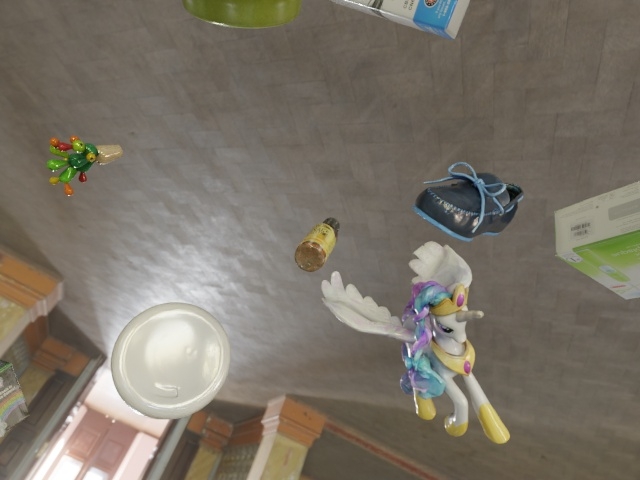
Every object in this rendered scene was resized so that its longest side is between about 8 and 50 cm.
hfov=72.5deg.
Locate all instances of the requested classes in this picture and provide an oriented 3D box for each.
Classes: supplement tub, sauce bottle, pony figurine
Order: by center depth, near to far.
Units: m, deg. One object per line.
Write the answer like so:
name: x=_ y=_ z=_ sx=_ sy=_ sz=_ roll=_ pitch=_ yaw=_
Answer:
sauce bottle: x=0.000 y=0.000 z=0.595 sx=0.042 sy=0.128 sz=0.042 roll=4 pitch=112 yaw=11
pony figurine: x=0.205 y=0.177 z=0.848 sx=0.351 sy=0.303 sz=0.363 roll=41 pitch=152 yaw=61
supplement tub: x=-0.348 y=0.288 z=1.010 sx=0.235 sy=0.235 sz=0.325 roll=29 pitch=151 yaw=-9

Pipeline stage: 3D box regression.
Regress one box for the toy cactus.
toy cactus: x=-0.602 y=-0.206 z=1.127 sx=0.112 sy=0.180 sz=0.219 roll=59 pitch=143 yaw=7

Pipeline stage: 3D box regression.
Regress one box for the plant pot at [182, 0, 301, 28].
plant pot: x=-0.143 y=-0.595 z=0.771 sx=0.366 sy=0.366 sz=0.353 roll=17 pitch=136 yaw=8

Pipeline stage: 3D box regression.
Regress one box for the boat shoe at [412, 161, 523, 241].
boat shoe: x=0.214 y=-0.063 z=0.619 sx=0.109 sy=0.258 sz=0.089 roll=43 pitch=118 yaw=23

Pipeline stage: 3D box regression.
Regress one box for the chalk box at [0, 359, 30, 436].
chalk box: x=-0.813 y=0.358 z=1.026 sx=0.132 sy=0.132 sz=0.213 roll=7 pitch=115 yaw=21

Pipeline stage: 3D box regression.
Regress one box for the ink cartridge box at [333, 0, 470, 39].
ink cartridge box: x=0.109 y=-0.379 z=0.585 sx=0.203 sy=0.086 sz=0.148 roll=26 pitch=116 yaw=17

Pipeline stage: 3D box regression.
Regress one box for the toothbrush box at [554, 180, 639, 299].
toothbrush box: x=0.685 y=0.009 z=0.941 sx=0.283 sy=0.122 sz=0.206 roll=25 pitch=151 yaw=-25
